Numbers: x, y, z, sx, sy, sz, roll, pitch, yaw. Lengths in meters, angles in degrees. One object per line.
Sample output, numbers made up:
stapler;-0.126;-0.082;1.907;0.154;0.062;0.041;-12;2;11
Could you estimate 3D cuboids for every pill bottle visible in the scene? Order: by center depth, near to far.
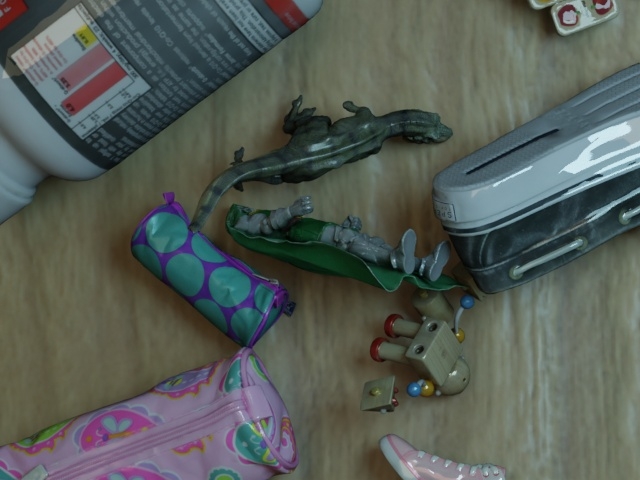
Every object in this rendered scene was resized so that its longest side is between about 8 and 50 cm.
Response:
pill bottle;-0.196;-0.183;1.368;0.363;0.210;0.210;-36;76;6

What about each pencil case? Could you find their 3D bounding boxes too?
pencil case;-0.163;0.194;1.354;0.284;0.124;0.124;-21;78;9
pencil case;-0.097;0.028;1.389;0.151;0.064;0.070;37;111;15

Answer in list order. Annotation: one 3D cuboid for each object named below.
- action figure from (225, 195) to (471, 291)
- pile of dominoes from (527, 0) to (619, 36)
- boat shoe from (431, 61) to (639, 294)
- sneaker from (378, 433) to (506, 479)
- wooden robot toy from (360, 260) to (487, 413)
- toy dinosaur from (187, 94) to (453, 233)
action figure;0.000;0.000;1.335;0.232;0.137;0.063;11;85;41
pile of dominoes;0.204;-0.307;1.322;0.251;0.040;0.196;44;87;-5
boat shoe;0.253;-0.062;1.296;0.335;0.121;0.119;-23;115;-4
sneaker;0.115;0.199;1.322;0.070;0.051;0.134;-45;78;2
wooden robot toy;0.099;0.096;1.340;0.076;0.079;0.173;9;56;46
toy dinosaur;-0.019;-0.075;1.349;0.268;0.118;0.064;-23;111;-23
